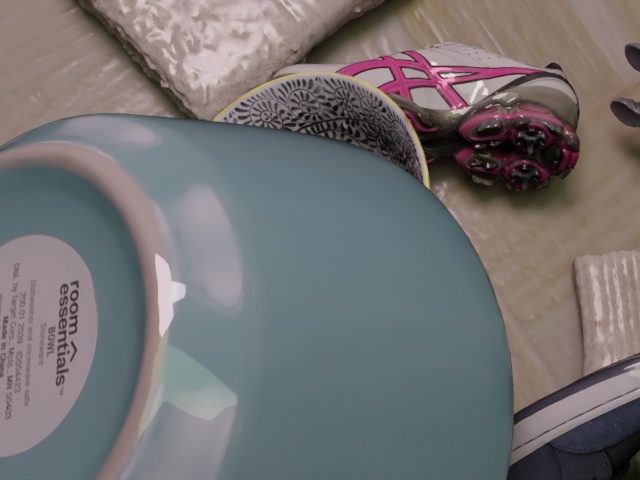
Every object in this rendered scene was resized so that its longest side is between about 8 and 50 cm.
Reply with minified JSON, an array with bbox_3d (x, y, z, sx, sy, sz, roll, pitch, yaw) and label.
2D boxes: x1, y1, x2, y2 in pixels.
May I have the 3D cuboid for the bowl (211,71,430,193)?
[{"bbox_3d":[0.000,0.000,0.608,0.170,0.080,0.170,-11,68,29],"label":"bowl"}]

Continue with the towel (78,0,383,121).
[{"bbox_3d":[-0.091,-0.216,0.704,0.187,0.049,0.282,-40,79,-9],"label":"towel"}]

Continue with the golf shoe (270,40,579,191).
[{"bbox_3d":[0.061,-0.082,0.661,0.186,0.067,0.086,9,50,0],"label":"golf shoe"}]

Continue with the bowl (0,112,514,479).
[{"bbox_3d":[-0.090,0.069,0.490,0.311,0.163,0.312,-11,68,30],"label":"bowl"}]

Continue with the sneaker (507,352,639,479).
[{"bbox_3d":[0.124,0.162,0.536,0.226,0.086,0.163,-40,72,27],"label":"sneaker"}]

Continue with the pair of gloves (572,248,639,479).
[{"bbox_3d":[0.258,0.106,0.611,0.240,0.042,0.204,6,73,1],"label":"pair of gloves"}]

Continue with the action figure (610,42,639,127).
[{"bbox_3d":[0.273,-0.143,0.658,0.232,0.137,0.063,-35,64,-18],"label":"action figure"}]
